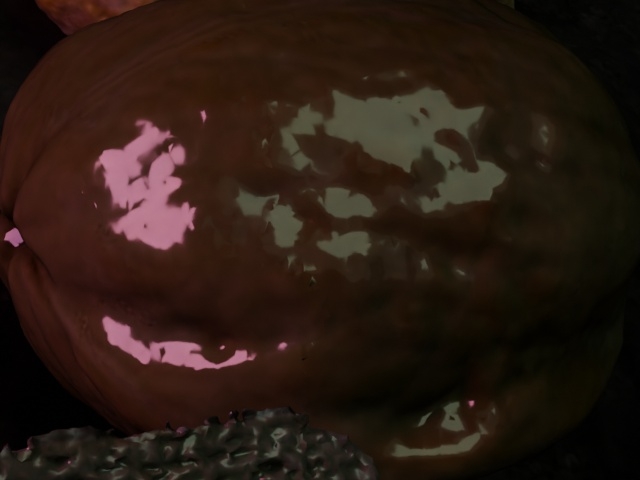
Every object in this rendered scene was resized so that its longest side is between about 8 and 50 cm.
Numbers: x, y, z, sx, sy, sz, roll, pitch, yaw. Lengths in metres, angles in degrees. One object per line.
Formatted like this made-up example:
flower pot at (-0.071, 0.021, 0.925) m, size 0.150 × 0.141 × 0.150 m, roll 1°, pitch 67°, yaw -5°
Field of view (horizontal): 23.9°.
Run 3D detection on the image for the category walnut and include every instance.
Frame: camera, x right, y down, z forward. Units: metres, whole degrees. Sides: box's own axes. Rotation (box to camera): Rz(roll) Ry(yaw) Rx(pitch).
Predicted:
walnut at (0.000, 0.000, 0.657) m, size 0.282 × 0.227 × 0.283 m, roll 10°, pitch 37°, yaw -8°

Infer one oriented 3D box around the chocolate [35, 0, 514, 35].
chocolate at (-0.023, -0.163, 0.866) m, size 0.309 × 0.134 × 0.134 m, roll 3°, pitch 50°, yaw -29°

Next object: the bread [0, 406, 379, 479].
bread at (-0.141, 0.134, 0.479) m, size 0.337 × 0.183 × 0.102 m, roll -2°, pitch 70°, yaw -34°
